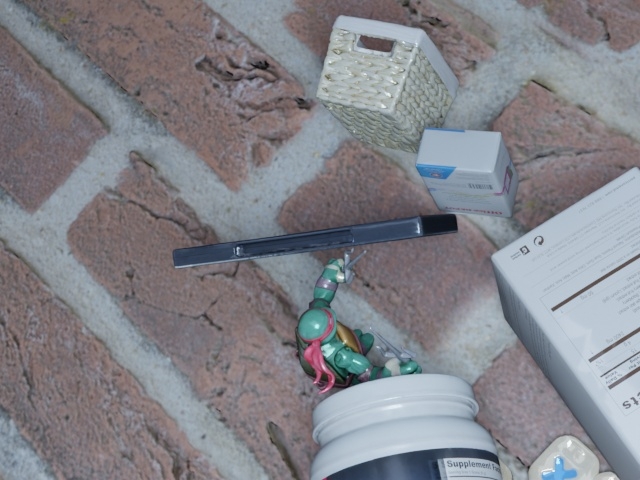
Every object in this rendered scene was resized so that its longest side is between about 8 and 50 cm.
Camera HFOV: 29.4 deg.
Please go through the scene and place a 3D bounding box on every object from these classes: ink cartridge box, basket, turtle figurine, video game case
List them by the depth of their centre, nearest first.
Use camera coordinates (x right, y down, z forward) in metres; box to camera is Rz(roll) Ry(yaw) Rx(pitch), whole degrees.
[{"bbox_3d":[0.029,0.103,1.278,0.118,0.234,0.175,-27,62,2],"label":"turtle figurine"},{"bbox_3d":[0.000,0.000,1.357,0.274,0.196,0.026,-9,89,17],"label":"video game case"},{"bbox_3d":[0.166,-0.075,1.365,0.089,0.122,0.052,6,68,21],"label":"ink cartridge box"},{"bbox_3d":[0.078,-0.175,1.415,0.113,0.167,0.103,15,82,25],"label":"basket"}]

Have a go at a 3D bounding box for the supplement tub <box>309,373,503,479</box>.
[{"bbox_3d":[0.093,0.285,1.184,0.191,0.191,0.272,-16,64,13],"label":"supplement tub"}]

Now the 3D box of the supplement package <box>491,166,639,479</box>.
[{"bbox_3d":[0.324,0.113,1.195,0.175,0.177,0.293,-31,63,-2],"label":"supplement package"}]

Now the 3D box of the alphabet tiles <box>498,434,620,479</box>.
[{"bbox_3d":[0.219,0.348,1.236,0.278,0.021,0.284,-47,62,-5],"label":"alphabet tiles"}]
